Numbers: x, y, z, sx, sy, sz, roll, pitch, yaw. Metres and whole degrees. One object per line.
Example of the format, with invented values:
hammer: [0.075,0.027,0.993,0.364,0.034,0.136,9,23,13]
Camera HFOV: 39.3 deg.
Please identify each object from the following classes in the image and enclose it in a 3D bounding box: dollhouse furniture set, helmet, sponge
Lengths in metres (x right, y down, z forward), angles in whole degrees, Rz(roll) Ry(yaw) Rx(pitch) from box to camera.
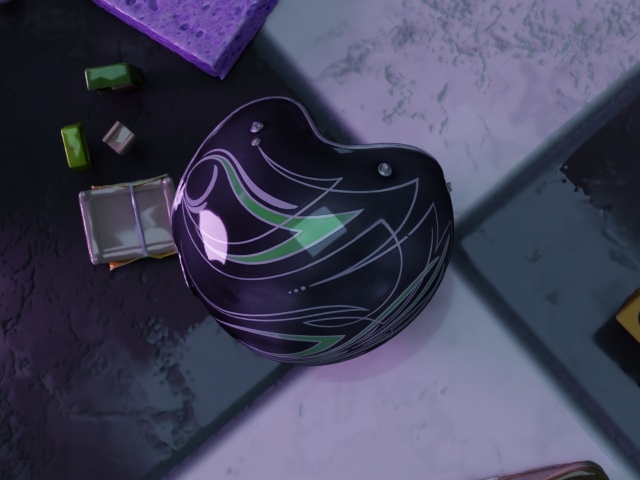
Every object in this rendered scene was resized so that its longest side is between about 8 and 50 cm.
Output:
dollhouse furniture set: [-0.151,-0.057,0.693,0.076,0.058,0.152,-11,95,-1]
helmet: [0.000,0.000,0.586,0.161,0.169,0.169,36,85,30]
sponge: [-0.132,-0.230,0.724,0.210,0.031,0.117,33,83,15]

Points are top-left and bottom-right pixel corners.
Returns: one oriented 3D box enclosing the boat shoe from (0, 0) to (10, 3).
boat shoe: [-0.295,-0.272,0.747,0.083,0.065,0.184,-8,70,9]

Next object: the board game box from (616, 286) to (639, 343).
board game box: [0.363,0.022,0.485,0.242,0.064,0.317,47,123,14]

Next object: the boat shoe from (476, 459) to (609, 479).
boat shoe: [0.117,0.182,0.591,0.153,0.048,0.056,-24,87,10]
